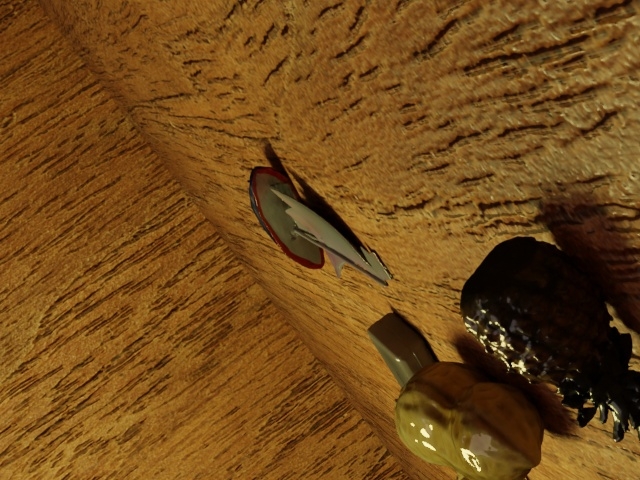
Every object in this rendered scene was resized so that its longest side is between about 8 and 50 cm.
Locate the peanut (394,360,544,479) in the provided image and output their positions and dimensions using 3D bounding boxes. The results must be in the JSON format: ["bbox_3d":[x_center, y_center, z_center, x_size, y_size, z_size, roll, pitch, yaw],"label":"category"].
[{"bbox_3d":[0.186,0.229,1.437,0.147,0.147,0.305,54,167,-18],"label":"peanut"}]

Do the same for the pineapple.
[{"bbox_3d":[0.203,0.086,0.917,0.198,0.108,0.108,43,173,-10],"label":"pineapple"}]

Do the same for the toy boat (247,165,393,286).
[{"bbox_3d":[-0.020,-0.022,1.687,0.219,0.072,0.318,51,168,-17],"label":"toy boat"}]

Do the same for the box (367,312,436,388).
[{"bbox_3d":[0.157,0.218,1.788,0.103,0.055,0.243,40,166,49],"label":"box"}]

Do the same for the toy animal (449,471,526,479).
[{"bbox_3d":[0.267,0.411,1.852,0.169,0.121,0.233,37,169,-28],"label":"toy animal"}]
